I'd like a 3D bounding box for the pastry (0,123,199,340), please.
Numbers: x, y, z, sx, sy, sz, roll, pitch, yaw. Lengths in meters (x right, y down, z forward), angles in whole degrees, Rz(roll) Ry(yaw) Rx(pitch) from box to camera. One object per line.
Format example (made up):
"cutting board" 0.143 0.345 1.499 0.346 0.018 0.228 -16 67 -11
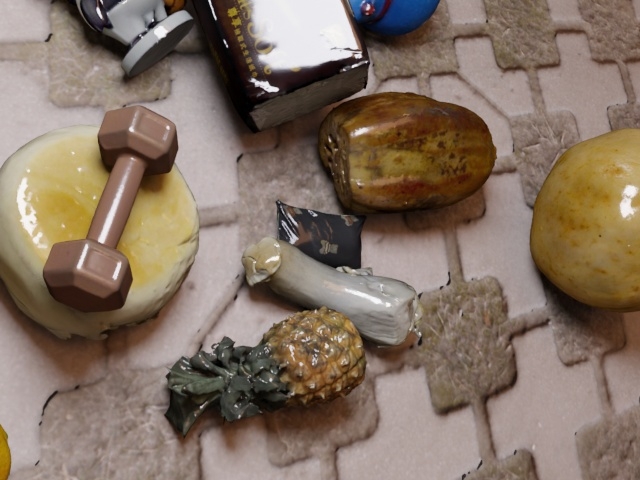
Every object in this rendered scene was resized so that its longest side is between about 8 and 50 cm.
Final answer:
"pastry" -0.262 -0.012 1.058 0.265 0.133 0.264 13 62 -27

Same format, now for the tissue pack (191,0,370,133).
"tissue pack" -0.083 -0.358 1.243 0.198 0.210 0.369 -21 89 3

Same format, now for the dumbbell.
"dumbbell" -0.219 -0.038 0.965 0.092 0.082 0.230 28 58 -24

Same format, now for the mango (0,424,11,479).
"mango" -0.408 0.179 0.892 0.227 0.109 0.147 31 53 -17

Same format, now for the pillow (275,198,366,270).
"pillow" 0.000 0.000 1.266 0.150 0.048 0.090 9 65 -29

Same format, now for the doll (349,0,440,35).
"doll" 0.077 -0.398 1.435 0.257 0.215 0.161 -16 43 -41

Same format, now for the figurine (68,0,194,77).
"figurine" -0.281 -0.353 1.214 0.236 0.133 0.176 48 43 -6

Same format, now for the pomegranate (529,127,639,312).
"pomegranate" 0.465 -0.033 1.419 0.307 0.307 0.307 13 61 -26

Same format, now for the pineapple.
"pineapple" -0.069 0.164 1.107 0.248 0.128 0.128 -15 76 -30

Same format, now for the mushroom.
"mushroom" 0.021 0.070 1.216 0.278 0.096 0.099 23 89 -19

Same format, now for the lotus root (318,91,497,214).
"lotus root" 0.132 -0.133 1.346 0.291 0.193 0.193 -6 71 -31
